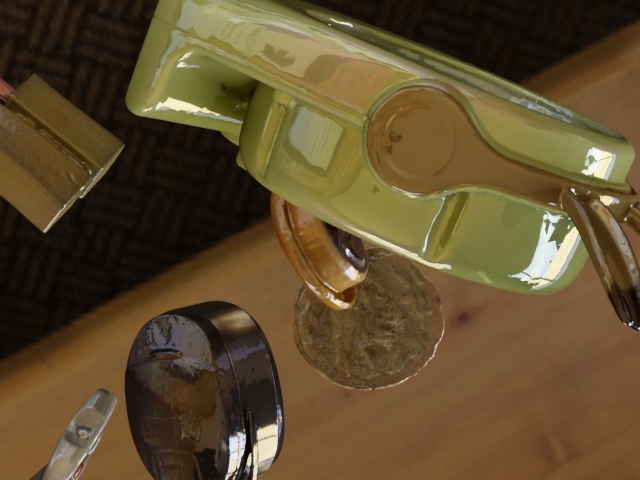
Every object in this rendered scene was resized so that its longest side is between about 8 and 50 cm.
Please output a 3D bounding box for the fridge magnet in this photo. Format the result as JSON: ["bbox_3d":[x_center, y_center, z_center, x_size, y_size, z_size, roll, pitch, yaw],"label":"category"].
[{"bbox_3d":[0.000,0.000,1.533,0.063,0.143,0.143,-27,114,17],"label":"fridge magnet"}]

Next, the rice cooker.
[{"bbox_3d":[-0.092,0.132,1.273,0.112,0.106,0.165,-2,104,36],"label":"rice cooker"}]

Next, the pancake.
[{"bbox_3d":[0.049,0.080,1.618,0.158,0.028,0.158,0,92,7],"label":"pancake"}]

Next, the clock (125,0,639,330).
[{"bbox_3d":[0.050,-0.032,0.618,0.170,0.232,0.069,7,108,-55],"label":"clock"}]

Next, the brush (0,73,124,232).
[{"bbox_3d":[-0.286,-0.117,1.323,0.233,0.103,0.047,40,131,-4],"label":"brush"}]

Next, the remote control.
[{"bbox_3d":[-0.133,0.122,0.715,0.027,0.050,0.184,32,141,-3],"label":"remote control"}]
